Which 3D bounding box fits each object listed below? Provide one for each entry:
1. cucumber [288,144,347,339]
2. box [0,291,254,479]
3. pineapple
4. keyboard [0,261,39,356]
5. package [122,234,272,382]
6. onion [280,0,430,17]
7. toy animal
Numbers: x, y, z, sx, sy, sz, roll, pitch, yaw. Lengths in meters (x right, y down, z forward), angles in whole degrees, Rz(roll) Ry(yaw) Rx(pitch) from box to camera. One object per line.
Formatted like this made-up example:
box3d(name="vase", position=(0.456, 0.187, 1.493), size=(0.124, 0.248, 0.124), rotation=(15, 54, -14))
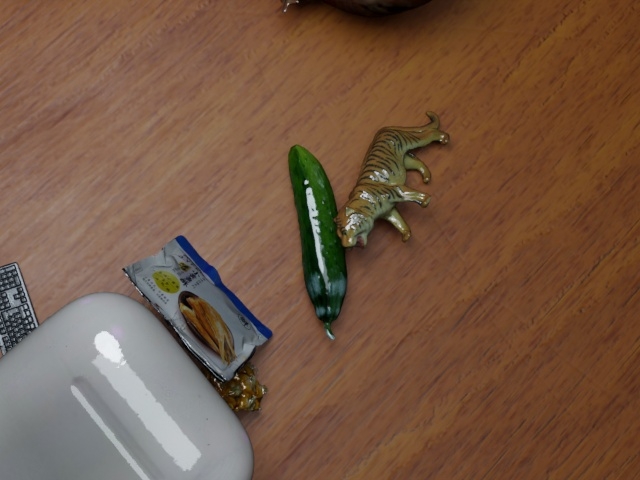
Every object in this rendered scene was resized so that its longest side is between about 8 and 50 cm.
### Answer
box3d(name="cucumber", position=(0.000, 0.000, 1.299), size=(0.056, 0.056, 0.250), rotation=(-7, 81, -11))
box3d(name="box", position=(-0.267, 0.248, 1.138), size=(0.349, 0.141, 0.289), rotation=(-39, 88, 5))
box3d(name="pineapple", position=(-0.121, 0.158, 1.255), size=(0.114, 0.077, 0.114), rotation=(12, 64, -42))
box3d(name="keyboard", position=(-0.361, 0.105, 1.241), size=(0.053, 0.010, 0.155), rotation=(-20, 85, -11))
box3d(name="package", position=(-0.139, 0.075, 1.215), size=(0.171, 0.173, 0.027), rotation=(46, 113, 0))
box3d(name="onion", position=(0.050, -0.437, 1.249), size=(0.353, 0.353, 0.354), rotation=(2, 81, -9))
box3d(name="toy animal", position=(0.092, -0.080, 1.311), size=(0.099, 0.057, 0.241), rotation=(25, 61, -7))
